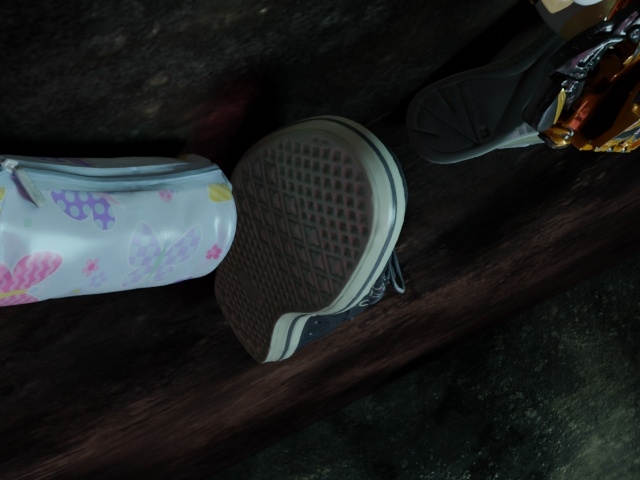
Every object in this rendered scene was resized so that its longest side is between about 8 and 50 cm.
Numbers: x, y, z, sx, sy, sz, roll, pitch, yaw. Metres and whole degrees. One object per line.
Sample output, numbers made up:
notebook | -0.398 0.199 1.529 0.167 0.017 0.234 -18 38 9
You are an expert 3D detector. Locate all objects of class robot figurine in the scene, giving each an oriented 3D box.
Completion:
robot figurine | 0.287 -0.175 0.755 0.291 0.085 0.211 -50 158 26

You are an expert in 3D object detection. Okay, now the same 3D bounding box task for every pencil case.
pencil case | -0.194 -0.018 0.775 0.273 0.113 0.124 -3 124 -52

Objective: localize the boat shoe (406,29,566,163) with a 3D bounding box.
boat shoe | 0.248 -0.156 0.988 0.320 0.118 0.103 -17 -178 29

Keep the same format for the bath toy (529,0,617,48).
bath toy | 0.201 -0.250 0.751 0.348 0.129 0.151 11 92 -66

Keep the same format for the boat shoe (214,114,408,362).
boat shoe | 0.000 0.000 1.014 0.156 0.187 0.500 -28 167 -21

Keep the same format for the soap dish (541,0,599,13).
soap dish | 0.138 -0.277 0.452 0.229 0.118 0.291 -35 137 17
